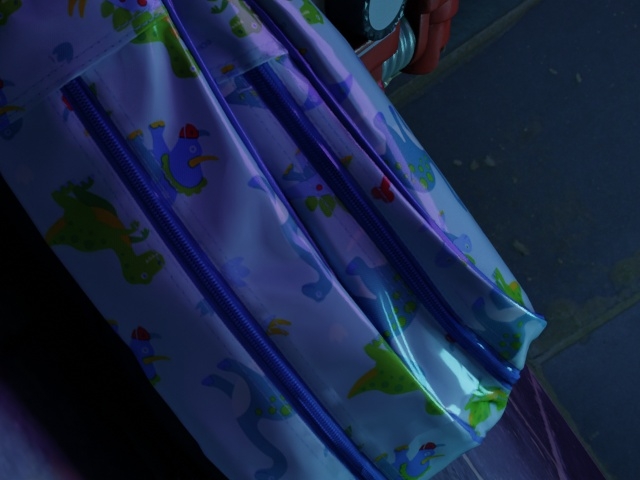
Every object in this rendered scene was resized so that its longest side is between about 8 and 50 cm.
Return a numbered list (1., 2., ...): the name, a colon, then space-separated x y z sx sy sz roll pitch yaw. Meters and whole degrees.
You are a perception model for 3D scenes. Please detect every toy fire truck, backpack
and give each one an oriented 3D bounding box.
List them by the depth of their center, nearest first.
1. backpack: -0.048 -0.009 0.622 0.290 0.273 0.355 148 -80 -85
2. toy fire truck: 0.020 -0.145 0.838 0.159 0.217 0.246 26 -43 26

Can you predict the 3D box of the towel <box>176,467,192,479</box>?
1. towel: -0.061 0.140 0.667 0.060 0.009 0.083 52 10 -17
